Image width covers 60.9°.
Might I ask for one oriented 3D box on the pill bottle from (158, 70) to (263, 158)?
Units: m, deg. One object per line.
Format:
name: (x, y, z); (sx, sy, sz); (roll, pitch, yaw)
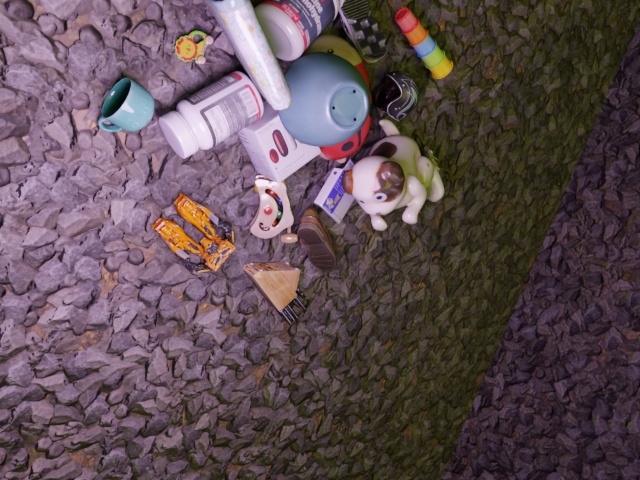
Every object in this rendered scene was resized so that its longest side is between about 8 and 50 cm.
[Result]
pill bottle: (-0.326, -0.373, 1.629); (0.283, 0.161, 0.161); (-36, 127, -21)

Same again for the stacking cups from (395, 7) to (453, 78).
stacking cups: (0.398, -0.755, 2.081); (0.316, 0.096, 0.096); (37, 85, -42)

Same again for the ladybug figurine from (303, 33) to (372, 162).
ladybug figurine: (0.068, -0.475, 1.877); (0.305, 0.162, 0.449); (-36, 130, -33)

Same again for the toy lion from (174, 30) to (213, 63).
toy lion: (-0.376, -0.569, 1.595); (0.096, 0.034, 0.100); (21, 95, -34)

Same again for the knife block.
knife block: (-0.173, 0.207, 2.050); (0.276, 0.088, 0.242); (1, 108, -39)

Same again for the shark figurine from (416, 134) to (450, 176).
shark figurine: (0.439, -0.336, 2.319); (0.116, 0.166, 0.278); (-38, 152, 13)

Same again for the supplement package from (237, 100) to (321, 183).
supplement package: (-0.141, -0.338, 1.799); (0.194, 0.149, 0.203); (-40, 130, -18)

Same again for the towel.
towel: (-0.206, -0.565, 1.511); (0.090, 0.374, 0.320); (-31, 129, 0)

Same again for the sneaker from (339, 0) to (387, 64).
sneaker: (0.114, -0.758, 1.857); (0.122, 0.146, 0.330); (-20, 98, -10)

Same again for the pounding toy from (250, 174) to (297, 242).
pounding toy: (-0.180, -0.106, 1.924); (0.154, 0.155, 0.269); (-13, 110, -2)

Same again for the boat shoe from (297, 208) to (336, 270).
boat shoe: (0.000, 0.000, 2.080); (0.307, 0.111, 0.104); (70, 24, -52)

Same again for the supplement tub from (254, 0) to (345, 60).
supplement tub: (-0.064, -0.705, 1.663); (0.272, 0.191, 0.191); (-52, 132, -18)

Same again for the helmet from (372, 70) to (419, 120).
helmet: (0.291, -0.549, 2.045); (0.169, 0.169, 0.161); (19, 112, -42)

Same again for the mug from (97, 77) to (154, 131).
mug: (-0.531, -0.365, 1.506); (0.097, 0.158, 0.129); (31, 64, -45)

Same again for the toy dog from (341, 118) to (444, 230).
toy dog: (0.257, -0.231, 1.986); (0.408, 0.285, 0.395); (-36, 124, -56)

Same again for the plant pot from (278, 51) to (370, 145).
plant pot: (0.039, -0.416, 1.647); (0.290, 0.195, 0.290); (-10, 113, -25)

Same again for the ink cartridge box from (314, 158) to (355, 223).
ink cartridge box: (0.078, -0.189, 2.068); (0.208, 0.045, 0.206); (-57, 152, -3)

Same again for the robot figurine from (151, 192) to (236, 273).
robot figurine: (-0.397, -0.008, 1.782); (0.211, 0.085, 0.291); (-51, 131, -8)
